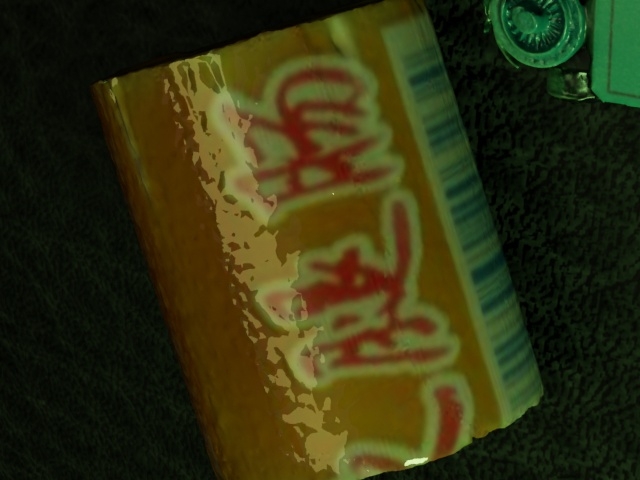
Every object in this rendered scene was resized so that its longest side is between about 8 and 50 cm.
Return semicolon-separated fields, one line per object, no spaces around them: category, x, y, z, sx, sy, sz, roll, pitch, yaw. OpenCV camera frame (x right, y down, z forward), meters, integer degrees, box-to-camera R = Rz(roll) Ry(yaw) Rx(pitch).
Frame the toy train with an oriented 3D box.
toy train;0.180;-0.167;1.092;0.154;0.107;0.198;13;116;30

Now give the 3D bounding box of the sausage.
sausage;0.000;0.000;1.241;0.233;0.233;0.287;-9;102;44
